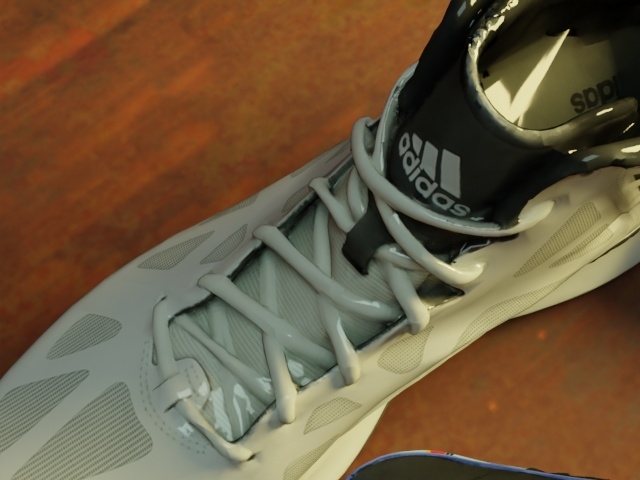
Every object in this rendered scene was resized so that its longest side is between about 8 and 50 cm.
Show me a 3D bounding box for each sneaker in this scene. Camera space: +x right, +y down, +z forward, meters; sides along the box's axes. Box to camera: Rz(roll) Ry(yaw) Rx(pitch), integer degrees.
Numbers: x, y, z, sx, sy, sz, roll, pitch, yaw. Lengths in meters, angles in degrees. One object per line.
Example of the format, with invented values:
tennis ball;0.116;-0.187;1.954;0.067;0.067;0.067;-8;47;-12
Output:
sneaker;0.000;-0.001;0.633;0.448;0.257;0.169;-34;72;-10

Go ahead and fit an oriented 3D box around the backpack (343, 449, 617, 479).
backpack;0.077;0.181;0.638;0.173;0.117;0.158;8;68;24
